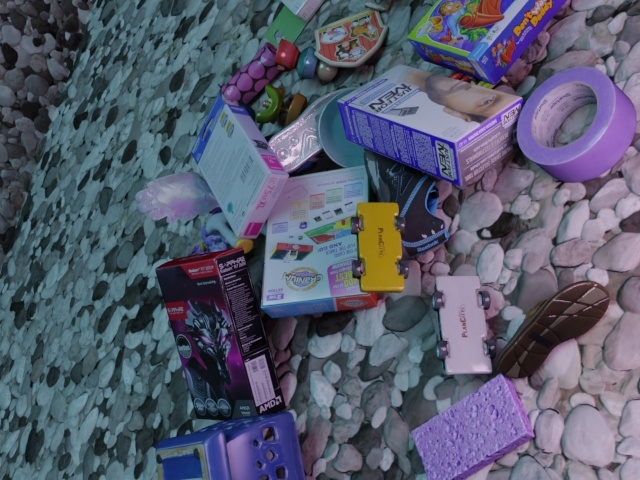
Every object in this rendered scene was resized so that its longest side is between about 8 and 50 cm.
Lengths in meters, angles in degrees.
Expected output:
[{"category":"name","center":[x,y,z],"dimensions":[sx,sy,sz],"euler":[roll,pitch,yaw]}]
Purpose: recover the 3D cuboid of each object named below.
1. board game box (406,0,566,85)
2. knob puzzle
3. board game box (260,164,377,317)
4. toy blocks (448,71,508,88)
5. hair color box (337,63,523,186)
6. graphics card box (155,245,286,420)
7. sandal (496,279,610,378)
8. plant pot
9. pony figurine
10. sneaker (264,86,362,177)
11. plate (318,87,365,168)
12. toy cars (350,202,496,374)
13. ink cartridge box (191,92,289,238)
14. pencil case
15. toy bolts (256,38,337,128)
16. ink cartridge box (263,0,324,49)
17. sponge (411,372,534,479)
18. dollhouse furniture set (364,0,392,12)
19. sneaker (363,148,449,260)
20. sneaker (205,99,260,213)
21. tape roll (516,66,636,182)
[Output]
[{"category":"board game box","center":[0.367,-0.490,1.598],"dimensions":[0.347,0.078,0.233],"euler":[-50,38,-2]},{"category":"knob puzzle","center":[0.073,-0.497,1.963],"dimensions":[0.213,0.030,0.213],"euler":[-12,50,15]},{"category":"board game box","center":[0.000,0.000,1.722],"dimensions":[0.242,0.064,0.317],"euler":[-7,61,18]},{"category":"toy blocks","center":[0.301,-0.315,1.646],"dimensions":[0.148,0.054,0.123],"euler":[-43,42,23]},{"category":"hair color box","center":[0.212,-0.236,1.568],"dimensions":[0.185,0.110,0.339],"euler":[-34,40,-24]},{"category":"graphics card box","center":[-0.224,0.212,1.761],"dimensions":[0.232,0.094,0.371],"euler":[-9,98,44]},{"category":"sandal","center":[0.372,0.139,1.303],"dimensions":[0.219,0.090,0.060],"euler":[-52,17,24]},{"category":"plant pot","center":[-0.183,0.474,1.567],"dimensions":[0.236,0.212,0.236],"euler":[-20,74,41]},{"category":"pony figurine","center":[-0.233,-0.037,1.960],"dimensions":[0.351,0.303,0.363],"euler":[-27,38,-6]},{"category":"sneaker","center":[-0.018,-0.247,1.910],"dimensions":[0.322,0.130,0.236],"euler":[-33,4,-10]},{"category":"plate","center":[0.089,-0.248,1.784],"dimensions":[0.024,0.188,0.188],"euler":[87,-153,-87]},{"category":"toy cars","center":[0.178,0.093,1.451],"dimensions":[0.176,0.087,0.393],"euler":[-37,68,-21]},{"category":"ink cartridge box","center":[-0.190,-0.174,1.807],"dimensions":[0.311,0.065,0.186],"euler":[55,129,36]},{"category":"pencil case","center":[-0.192,-0.472,2.267],"dimensions":[0.209,0.095,0.098],"euler":[-36,30,27]},{"category":"toy bolts","center":[-0.050,-0.386,2.061],"dimensions":[0.218,0.158,0.228],"euler":[-39,-34,-86]},{"category":"ink cartridge box","center":[-0.083,-0.662,2.279],"dimensions":[0.235,0.056,0.171],"euler":[-49,41,14]},{"category":"sponge","center":[0.253,0.329,1.351],"dimensions":[0.210,0.031,0.117],"euler":[-40,44,26]},{"category":"dollhouse furniture set","center":[0.195,-0.626,1.918],"dimensions":[0.183,0.129,0.129],"euler":[21,85,22]},{"category":"sneaker","center":[0.176,-0.105,1.644],"dimensions":[0.139,0.125,0.341],"euler":[-18,54,14]},{"category":"sneaker","center":[-0.280,-0.238,2.195],"dimensions":[0.112,0.131,0.319],"euler":[12,78,50]},{"category":"tape roll","center":[0.447,-0.203,1.398],"dimensions":[0.189,0.080,0.189],"euler":[-26,52,38]}]
